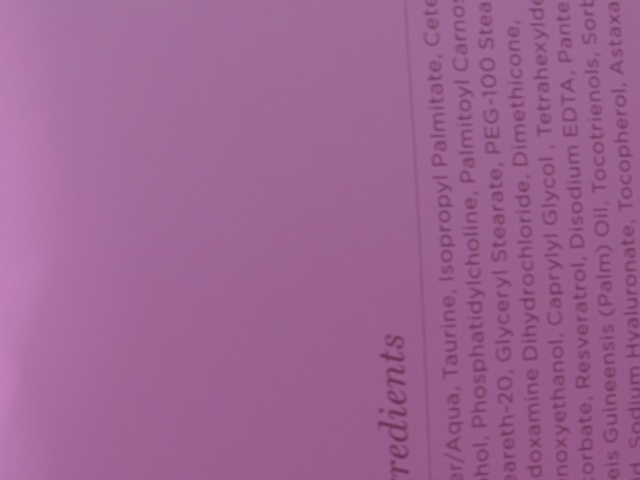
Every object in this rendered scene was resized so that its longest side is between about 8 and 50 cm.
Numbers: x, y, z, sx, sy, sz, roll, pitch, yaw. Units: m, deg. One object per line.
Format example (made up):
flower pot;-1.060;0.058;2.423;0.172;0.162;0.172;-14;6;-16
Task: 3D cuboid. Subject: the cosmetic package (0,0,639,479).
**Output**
cosmetic package;0.000;0.000;0.707;0.394;0.329;0.327;-2;90;-16
